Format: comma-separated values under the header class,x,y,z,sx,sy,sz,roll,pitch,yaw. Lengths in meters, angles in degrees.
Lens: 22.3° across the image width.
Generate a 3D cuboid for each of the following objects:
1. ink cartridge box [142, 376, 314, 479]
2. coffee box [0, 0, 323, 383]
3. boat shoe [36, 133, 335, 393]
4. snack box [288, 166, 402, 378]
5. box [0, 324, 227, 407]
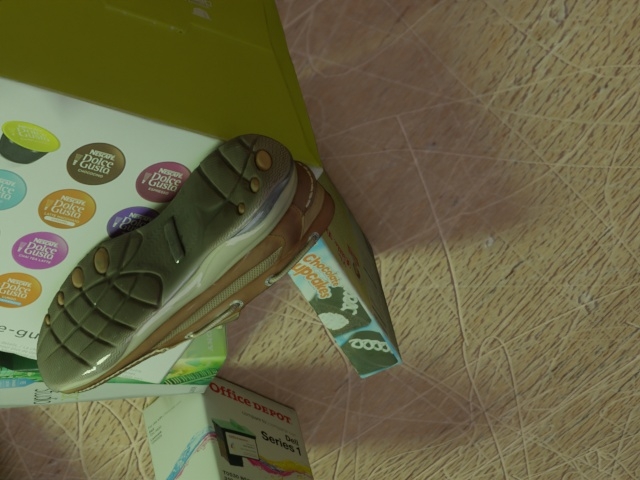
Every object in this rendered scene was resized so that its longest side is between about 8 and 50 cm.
class,x,y,z,sx,sy,sz,roll,pitch,yaw
ink cartridge box,-0.109,0.332,2.168,0.117,0.278,0.201,-41,133,24
coffee box,-0.247,-0.119,1.554,0.337,0.338,0.334,15,132,-30
boat shoe,-0.118,0.042,1.426,0.324,0.123,0.116,-36,138,25
snack box,0.000,0.000,1.881,0.060,0.187,0.322,-22,139,10
box,-0.287,0.155,2.012,0.322,0.058,0.232,-4,165,-12
